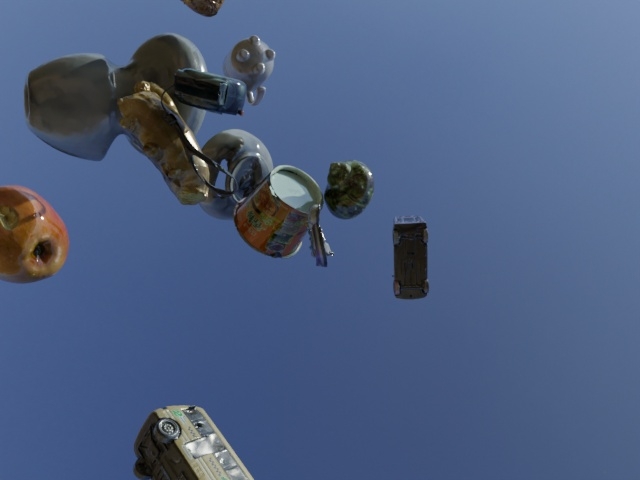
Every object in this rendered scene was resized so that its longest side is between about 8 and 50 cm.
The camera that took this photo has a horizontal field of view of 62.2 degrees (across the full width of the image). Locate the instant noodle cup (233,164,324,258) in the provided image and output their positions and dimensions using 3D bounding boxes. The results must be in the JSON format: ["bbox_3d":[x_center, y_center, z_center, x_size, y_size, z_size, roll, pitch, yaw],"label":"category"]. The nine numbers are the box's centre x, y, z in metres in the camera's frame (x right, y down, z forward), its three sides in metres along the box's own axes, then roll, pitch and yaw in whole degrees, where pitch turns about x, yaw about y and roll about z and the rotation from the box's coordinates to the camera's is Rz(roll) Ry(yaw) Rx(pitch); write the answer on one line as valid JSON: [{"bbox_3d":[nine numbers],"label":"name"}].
[{"bbox_3d":[-0.108,-0.091,1.510,0.182,0.230,0.230,-47,-130,38],"label":"instant noodle cup"}]

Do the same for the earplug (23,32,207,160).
[{"bbox_3d":[-0.339,-0.239,0.900,0.325,0.175,0.214,-8,-99,8],"label":"earplug"}]

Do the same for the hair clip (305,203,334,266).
[{"bbox_3d":[0.000,0.000,1.104,0.049,0.172,0.116,-18,-105,-3],"label":"hair clip"}]

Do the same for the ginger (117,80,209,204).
[{"bbox_3d":[-0.230,-0.150,0.779,0.081,0.115,0.206,-29,-93,-6],"label":"ginger"}]

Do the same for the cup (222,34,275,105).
[{"bbox_3d":[-0.210,-0.501,1.547,0.142,0.134,0.174,-7,-117,65],"label":"cup"}]

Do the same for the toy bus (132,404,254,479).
[{"bbox_3d":[-0.311,0.595,1.343,0.365,0.201,0.177,44,-67,29],"label":"toy bus"}]

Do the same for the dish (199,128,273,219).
[{"bbox_3d":[-0.270,-0.214,1.825,0.124,0.324,0.324,20,-101,40],"label":"dish"}]

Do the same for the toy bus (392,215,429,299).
[{"bbox_3d":[0.184,0.036,1.090,0.073,0.076,0.168,-2,-69,3],"label":"toy bus"}]

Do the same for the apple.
[{"bbox_3d":[-0.780,-0.013,1.384,0.241,0.242,0.242,32,-94,27],"label":"apple"}]

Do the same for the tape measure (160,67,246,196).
[{"bbox_3d":[-0.156,-0.154,0.754,0.104,0.107,0.180,1,-81,18],"label":"tape measure"}]

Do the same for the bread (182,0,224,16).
[{"bbox_3d":[-0.252,-0.641,1.256,0.083,0.114,0.211,36,-74,19],"label":"bread"}]

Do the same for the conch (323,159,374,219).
[{"bbox_3d":[0.068,-0.145,1.502,0.124,0.182,0.187,-26,-153,-35],"label":"conch"}]
